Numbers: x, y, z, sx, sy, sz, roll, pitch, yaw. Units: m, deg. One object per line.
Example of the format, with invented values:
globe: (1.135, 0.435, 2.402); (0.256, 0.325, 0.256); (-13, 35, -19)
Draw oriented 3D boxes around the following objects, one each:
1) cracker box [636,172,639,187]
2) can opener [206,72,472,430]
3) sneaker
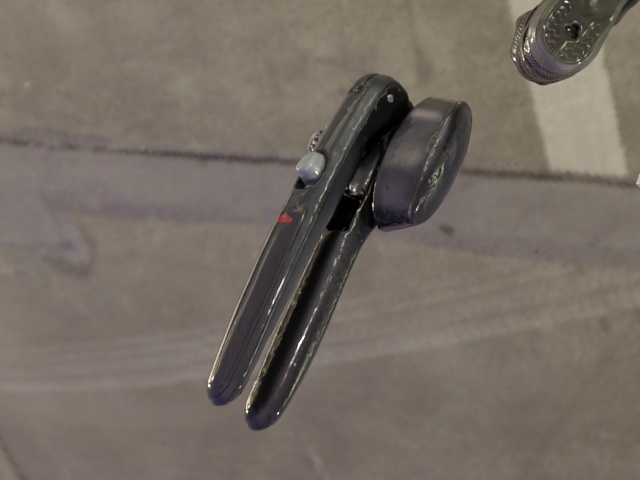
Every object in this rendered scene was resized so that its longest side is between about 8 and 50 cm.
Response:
cracker box: (0.393, -0.133, 1.321); (0.155, 0.232, 0.067); (-4, 143, 48)
can opener: (0.000, 0.000, 0.686); (0.059, 0.186, 0.073); (41, 159, -23)
sneaker: (0.258, -0.235, 1.415); (0.087, 0.227, 0.130); (40, 163, -7)
